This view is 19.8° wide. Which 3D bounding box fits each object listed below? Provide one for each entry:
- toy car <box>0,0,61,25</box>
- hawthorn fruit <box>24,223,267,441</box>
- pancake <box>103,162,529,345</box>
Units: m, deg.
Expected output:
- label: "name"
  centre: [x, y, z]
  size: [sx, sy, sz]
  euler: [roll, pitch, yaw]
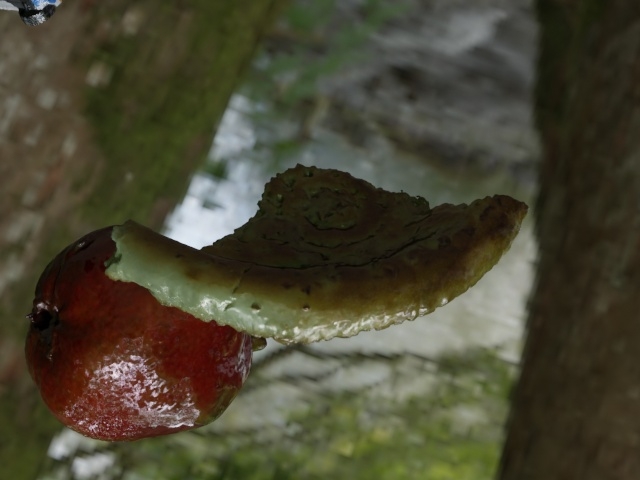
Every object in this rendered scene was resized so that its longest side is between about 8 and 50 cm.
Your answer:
- label: "toy car"
  centre: [-0.343, -0.281, 1.919]
  size: [0.171, 0.070, 0.080]
  euler: [13, 142, 37]
- label: "hawthorn fruit"
  centre: [-0.208, 0.119, 2.246]
  size: [0.307, 0.265, 0.265]
  euler: [6, 171, -36]
- label: "pancake"
  centre: [0.001, -0.003, 1.589]
  size: [0.377, 0.197, 0.054]
  euler: [-8, 137, -16]
